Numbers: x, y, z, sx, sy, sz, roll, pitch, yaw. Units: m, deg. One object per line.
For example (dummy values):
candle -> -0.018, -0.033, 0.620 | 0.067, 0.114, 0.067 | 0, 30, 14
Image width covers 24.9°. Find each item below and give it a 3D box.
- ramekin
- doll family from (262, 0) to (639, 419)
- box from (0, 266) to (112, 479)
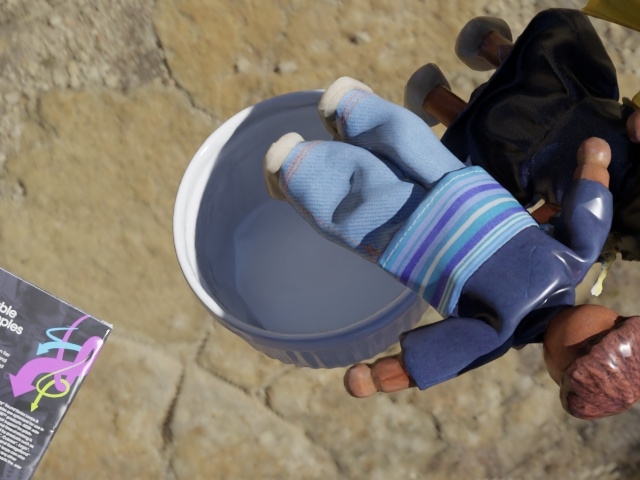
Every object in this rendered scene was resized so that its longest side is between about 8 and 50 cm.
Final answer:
ramekin -> 0.000, 0.000, 1.100 | 0.207, 0.207, 0.109 | -30, 154, -4
doll family -> 0.075, -0.036, 0.352 | 0.193, 0.111, 0.076 | -52, 151, 5
box -> -0.214, 0.096, 0.875 | 0.116, 0.029, 0.162 | 30, 77, -10
